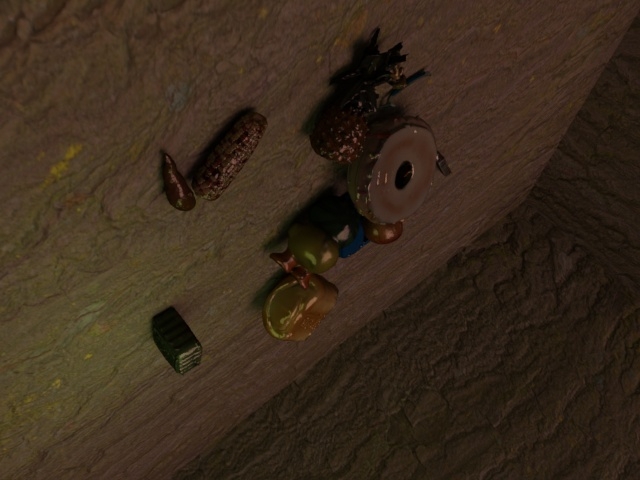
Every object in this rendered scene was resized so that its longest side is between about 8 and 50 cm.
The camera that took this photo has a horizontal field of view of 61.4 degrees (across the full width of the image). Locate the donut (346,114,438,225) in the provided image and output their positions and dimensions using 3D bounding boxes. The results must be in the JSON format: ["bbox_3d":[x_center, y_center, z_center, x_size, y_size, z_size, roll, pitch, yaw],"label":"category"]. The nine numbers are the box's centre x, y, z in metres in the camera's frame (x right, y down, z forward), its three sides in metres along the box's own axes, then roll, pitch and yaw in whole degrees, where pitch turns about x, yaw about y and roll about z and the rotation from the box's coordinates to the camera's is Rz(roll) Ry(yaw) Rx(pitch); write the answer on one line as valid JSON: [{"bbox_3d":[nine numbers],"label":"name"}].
[{"bbox_3d":[0.233,-0.237,1.799,0.383,0.142,0.382,-22,125,-35],"label":"donut"}]

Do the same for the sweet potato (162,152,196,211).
[{"bbox_3d":[-0.343,-0.123,1.288,0.068,0.068,0.226,-36,155,-15],"label":"sweet potato"}]

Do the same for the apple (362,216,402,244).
[{"bbox_3d":[0.224,-0.057,1.963,0.146,0.146,0.131,-26,114,-34],"label":"apple"}]

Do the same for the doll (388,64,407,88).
[{"bbox_3d":[0.224,-0.490,1.609,0.061,0.051,0.093,-43,129,4],"label":"doll"}]

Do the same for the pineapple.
[{"bbox_3d":[0.097,-0.387,1.458,0.165,0.165,0.364,-11,134,-52],"label":"pineapple"}]

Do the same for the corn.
[{"bbox_3d":[-0.221,-0.205,1.315,0.253,0.086,0.086,-49,157,14],"label":"corn"}]

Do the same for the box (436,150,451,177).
[{"bbox_3d":[0.532,-0.332,2.361,0.041,0.050,0.207,-43,158,10],"label":"box"}]

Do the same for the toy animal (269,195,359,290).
[{"bbox_3d":[0.002,0.000,1.862,0.338,0.216,0.191,-48,-159,-3],"label":"toy animal"}]

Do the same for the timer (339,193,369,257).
[{"bbox_3d":[0.157,-0.082,2.122,0.309,0.115,0.340,-38,156,-17],"label":"timer"}]

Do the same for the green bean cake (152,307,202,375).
[{"bbox_3d":[-0.473,0.335,1.763,0.094,0.173,0.181,-30,157,-30],"label":"green bean cake"}]

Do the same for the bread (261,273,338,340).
[{"bbox_3d":[-0.109,0.251,2.181,0.315,0.211,0.270,-54,148,8],"label":"bread"}]

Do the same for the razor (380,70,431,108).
[{"bbox_3d":[0.269,-0.479,1.686,0.191,0.037,0.068,-41,-160,-12],"label":"razor"}]
